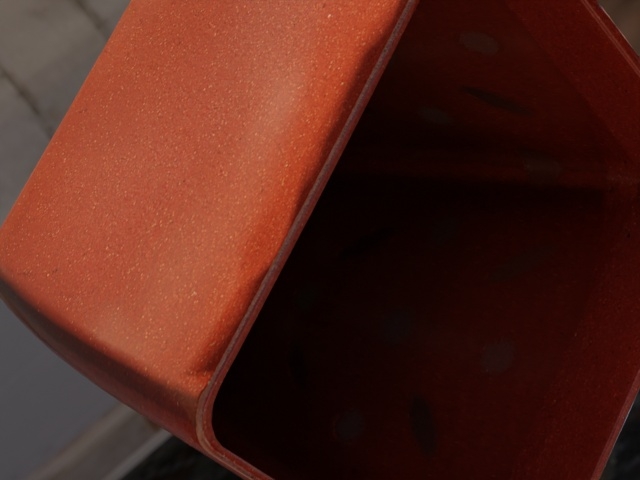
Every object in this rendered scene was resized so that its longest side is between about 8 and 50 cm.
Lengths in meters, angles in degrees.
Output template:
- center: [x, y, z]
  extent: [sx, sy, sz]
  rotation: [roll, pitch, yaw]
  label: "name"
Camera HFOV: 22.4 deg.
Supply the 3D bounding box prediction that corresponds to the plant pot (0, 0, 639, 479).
- center: [0.000, 0.000, 0.793]
  extent: [0.236, 0.267, 0.267]
  rotation: [14, -20, 43]
  label: "plant pot"
